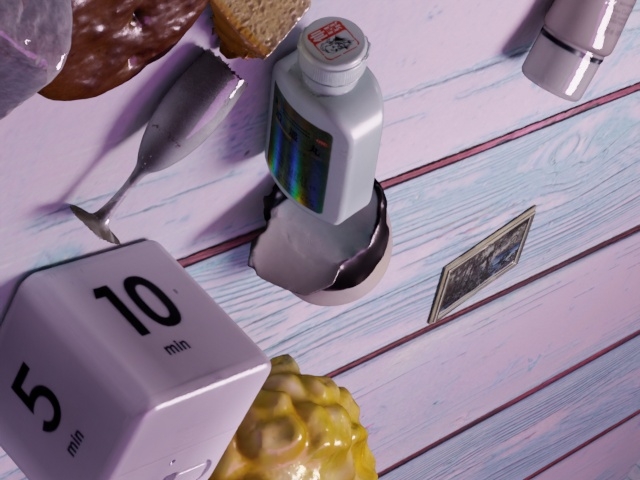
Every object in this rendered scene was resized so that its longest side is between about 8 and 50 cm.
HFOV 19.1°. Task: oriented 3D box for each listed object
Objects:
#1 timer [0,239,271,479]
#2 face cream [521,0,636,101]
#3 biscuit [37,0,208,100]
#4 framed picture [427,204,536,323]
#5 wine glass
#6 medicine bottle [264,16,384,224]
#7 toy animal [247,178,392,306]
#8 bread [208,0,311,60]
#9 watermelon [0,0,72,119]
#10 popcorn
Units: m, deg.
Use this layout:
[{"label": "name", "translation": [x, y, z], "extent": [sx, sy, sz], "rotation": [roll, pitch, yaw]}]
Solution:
[{"label": "timer", "translation": [-0.200, 0.143, 1.886], "extent": [0.192, 0.195, 0.194], "rotation": [-18, 146, -48]}, {"label": "face cream", "translation": [0.340, -0.311, 2.196], "extent": [0.143, 0.089, 0.314], "rotation": [1, 122, -59]}, {"label": "biscuit", "translation": [-0.163, -0.196, 1.569], "extent": [0.212, 0.036, 0.212], "rotation": [-36, 157, -19]}, {"label": "framed picture", "translation": [0.231, 0.036, 2.694], "extent": [0.183, 0.011, 0.142], "rotation": [-33, 155, -27]}, {"label": "wine glass", "translation": [-0.147, -0.087, 1.760], "extent": [0.198, 0.066, 0.066], "rotation": [-49, 158, 7]}, {"label": "medicine bottle", "translation": [0.005, -0.124, 1.875], "extent": [0.083, 0.121, 0.229], "rotation": [-33, 155, -25]}, {"label": "toy animal", "translation": [0.000, 0.000, 2.088], "extent": [0.166, 0.138, 0.179], "rotation": [-23, 164, -1]}, {"label": "bread", "translation": [-0.067, -0.216, 1.717], "extent": [0.084, 0.080, 0.109], "rotation": [-47, -160, -12]}, {"label": "watermelon", "translation": [-0.260, -0.170, 1.154], "extent": [0.387, 0.258, 0.228], "rotation": [-48, 160, -2]}, {"label": "popcorn", "translation": [-0.064, 0.323, 2.248], "extent": [0.349, 0.382, 0.349], "rotation": [-23, 156, -11]}]
